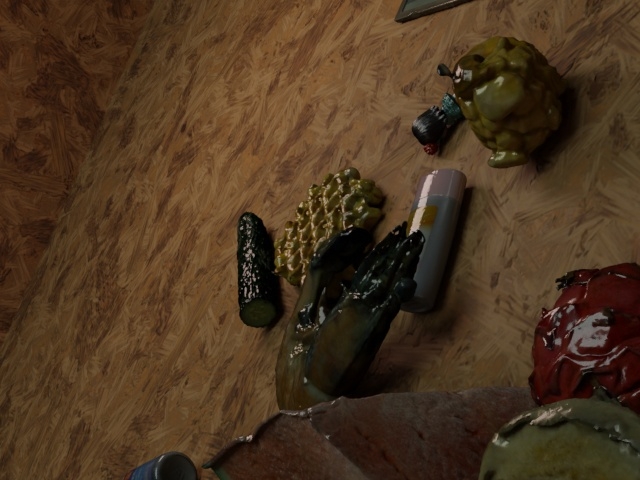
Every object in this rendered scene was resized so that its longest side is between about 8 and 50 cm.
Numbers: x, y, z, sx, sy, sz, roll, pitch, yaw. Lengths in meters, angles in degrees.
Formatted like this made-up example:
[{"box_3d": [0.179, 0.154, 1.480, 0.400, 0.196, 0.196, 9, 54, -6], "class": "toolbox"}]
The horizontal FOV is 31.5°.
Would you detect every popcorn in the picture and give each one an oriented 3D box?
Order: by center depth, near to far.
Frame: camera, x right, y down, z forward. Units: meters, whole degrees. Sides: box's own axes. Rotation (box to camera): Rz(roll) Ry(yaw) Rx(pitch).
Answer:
[{"box_3d": [0.244, -0.184, 1.451, 0.140, 0.163, 0.194, -33, 0, 13], "class": "popcorn"}]

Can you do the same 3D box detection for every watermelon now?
[{"box_3d": [0.073, 0.286, 1.184, 0.292, 0.319, 0.222, 127, 139, -55], "class": "watermelon"}]

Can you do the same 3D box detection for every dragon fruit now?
[{"box_3d": [0.278, 0.114, 1.034, 0.172, 0.172, 0.210, -41, 28, 36], "class": "dragon fruit"}]

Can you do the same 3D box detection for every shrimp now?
[{"box_3d": [0.033, 0.085, 1.536, 0.445, 0.085, 0.272, 125, 152, -51], "class": "shrimp"}]

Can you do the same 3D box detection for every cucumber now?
[{"box_3d": [-0.112, 0.039, 1.962, 0.067, 0.067, 0.293, -48, 26, 24], "class": "cucumber"}]

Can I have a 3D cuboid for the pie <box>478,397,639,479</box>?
[{"box_3d": [0.232, 0.257, 0.925, 0.274, 0.055, 0.274, 23, 122, 42], "class": "pie"}]

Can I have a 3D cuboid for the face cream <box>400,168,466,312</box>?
[{"box_3d": [0.144, -0.002, 1.531, 0.084, 0.057, 0.198, -19, 48, 50], "class": "face cream"}]

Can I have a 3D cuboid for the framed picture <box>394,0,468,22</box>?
[{"box_3d": [0.242, -0.479, 1.895, 0.289, 0.016, 0.213, 1, 64, 62], "class": "framed picture"}]

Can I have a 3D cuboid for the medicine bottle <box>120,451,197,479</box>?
[{"box_3d": [-0.285, 0.411, 1.873, 0.203, 0.083, 0.083, -35, 35, 46], "class": "medicine bottle"}]

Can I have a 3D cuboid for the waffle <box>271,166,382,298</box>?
[{"box_3d": [0.001, 0.000, 1.801, 0.253, 0.056, 0.249, -17, 49, 53], "class": "waffle"}]

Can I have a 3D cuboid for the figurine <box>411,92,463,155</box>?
[{"box_3d": [0.182, -0.178, 1.667, 0.106, 0.047, 0.060, -44, 65, 17], "class": "figurine"}]
